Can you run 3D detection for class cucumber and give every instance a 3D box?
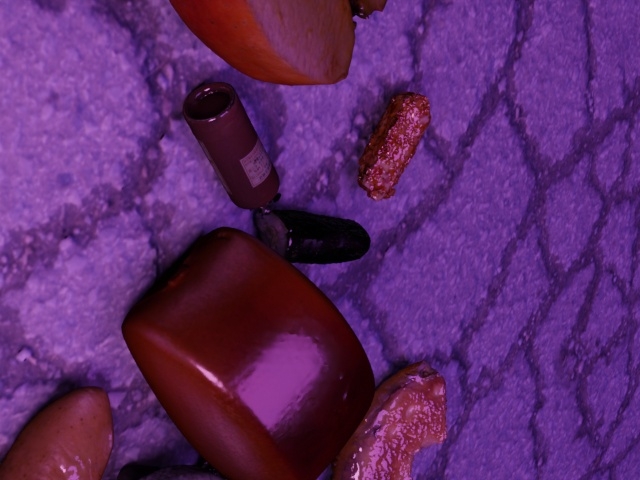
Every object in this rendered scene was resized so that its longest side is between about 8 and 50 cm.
[{"bbox_3d":[-0.001,-0.001,1.802,0.241,0.074,0.075,5,104,-54],"label":"cucumber"}]

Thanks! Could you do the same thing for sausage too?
[{"bbox_3d":[-0.373,0.395,1.480,0.501,0.123,0.136,-65,165,-7],"label":"sausage"}]

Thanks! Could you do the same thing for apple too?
[{"bbox_3d":[-0.030,-0.352,1.409,0.328,0.295,0.365,-26,138,-6],"label":"apple"}]

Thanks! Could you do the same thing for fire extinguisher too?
[{"bbox_3d":[-0.097,-0.108,1.632,0.231,0.071,0.099,62,31,-48],"label":"fire extinguisher"}]

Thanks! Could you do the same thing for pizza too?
[{"bbox_3d":[0.107,0.332,2.102,0.161,0.085,0.305,42,71,-30],"label":"pizza"}]

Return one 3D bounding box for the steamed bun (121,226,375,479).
[{"bbox_3d":[-0.075,0.175,1.647,0.235,0.248,0.379,-49,141,-23],"label":"steamed bun"}]

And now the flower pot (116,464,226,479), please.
[{"bbox_3d":[-0.164,0.434,1.645,0.299,0.282,0.299,-24,122,-45],"label":"flower pot"}]

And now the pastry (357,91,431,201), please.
[{"bbox_3d":[0.101,-0.139,1.874,0.087,0.063,0.169,31,87,-45],"label":"pastry"}]

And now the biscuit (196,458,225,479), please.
[{"bbox_3d":[-0.168,0.340,1.800,0.089,0.027,0.087,23,90,-54],"label":"biscuit"}]
